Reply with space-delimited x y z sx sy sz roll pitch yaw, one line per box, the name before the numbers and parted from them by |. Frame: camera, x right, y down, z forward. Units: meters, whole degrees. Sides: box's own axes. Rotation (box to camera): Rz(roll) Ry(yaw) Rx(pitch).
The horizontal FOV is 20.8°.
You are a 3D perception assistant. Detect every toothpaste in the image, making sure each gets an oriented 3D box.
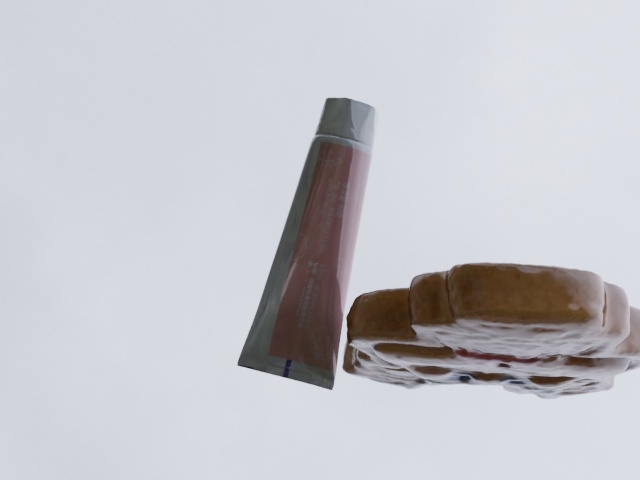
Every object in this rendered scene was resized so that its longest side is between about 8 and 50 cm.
toothpaste | 0.000 0.000 1.191 0.067 0.194 0.043 15 -10 -1

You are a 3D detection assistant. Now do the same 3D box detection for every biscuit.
biscuit | 0.116 0.070 1.153 0.334 0.202 0.047 101 -7 -77
